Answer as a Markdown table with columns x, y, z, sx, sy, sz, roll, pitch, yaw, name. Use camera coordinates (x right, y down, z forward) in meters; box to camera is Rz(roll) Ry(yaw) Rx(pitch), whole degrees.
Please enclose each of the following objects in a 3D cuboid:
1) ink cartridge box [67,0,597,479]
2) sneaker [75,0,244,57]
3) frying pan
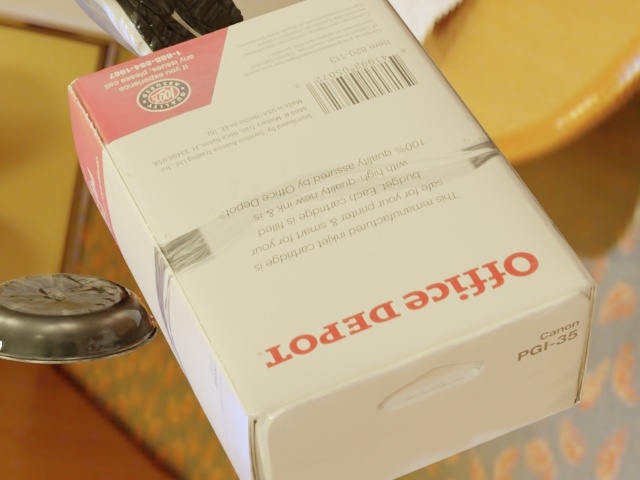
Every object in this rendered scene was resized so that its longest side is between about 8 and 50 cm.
| x | y | z | sx | sy | sz | roll | pitch | yaw | name |
| --- | --- | --- | --- | --- | --- | --- | --- | --- | --- |
| 0.000 | 0.000 | 1.037 | 0.117 | 0.207 | 0.283 | 87 | 158 | -49 | ink cartridge box |
| -0.176 | -0.227 | 1.375 | 0.100 | 0.271 | 0.108 | -49 | 31 | -18 | sneaker |
| -0.326 | 0.076 | 1.778 | 0.197 | 0.326 | 0.053 | -111 | 23 | -72 | frying pan |
